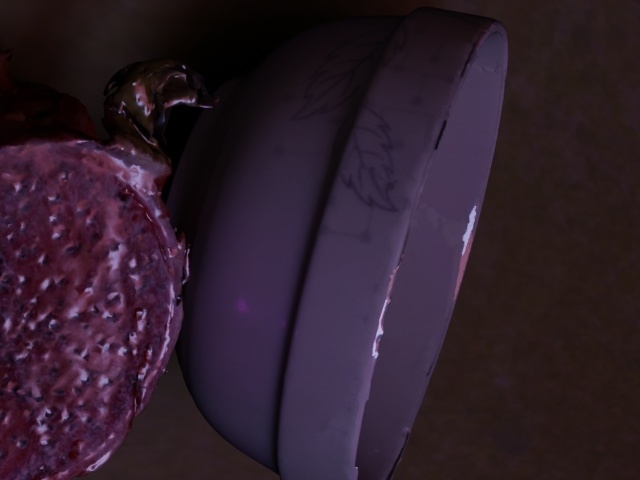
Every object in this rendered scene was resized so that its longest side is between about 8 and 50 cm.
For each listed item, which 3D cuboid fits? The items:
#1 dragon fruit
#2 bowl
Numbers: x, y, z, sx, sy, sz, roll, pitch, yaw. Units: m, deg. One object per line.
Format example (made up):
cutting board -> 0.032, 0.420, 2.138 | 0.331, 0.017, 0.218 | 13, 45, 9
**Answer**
dragon fruit -> -0.173, 0.018, 0.808 | 0.211, 0.147, 0.282 | 39, 80, -39
bowl -> 0.000, 0.000, 0.901 | 0.287, 0.144, 0.287 | 15, 90, -79
